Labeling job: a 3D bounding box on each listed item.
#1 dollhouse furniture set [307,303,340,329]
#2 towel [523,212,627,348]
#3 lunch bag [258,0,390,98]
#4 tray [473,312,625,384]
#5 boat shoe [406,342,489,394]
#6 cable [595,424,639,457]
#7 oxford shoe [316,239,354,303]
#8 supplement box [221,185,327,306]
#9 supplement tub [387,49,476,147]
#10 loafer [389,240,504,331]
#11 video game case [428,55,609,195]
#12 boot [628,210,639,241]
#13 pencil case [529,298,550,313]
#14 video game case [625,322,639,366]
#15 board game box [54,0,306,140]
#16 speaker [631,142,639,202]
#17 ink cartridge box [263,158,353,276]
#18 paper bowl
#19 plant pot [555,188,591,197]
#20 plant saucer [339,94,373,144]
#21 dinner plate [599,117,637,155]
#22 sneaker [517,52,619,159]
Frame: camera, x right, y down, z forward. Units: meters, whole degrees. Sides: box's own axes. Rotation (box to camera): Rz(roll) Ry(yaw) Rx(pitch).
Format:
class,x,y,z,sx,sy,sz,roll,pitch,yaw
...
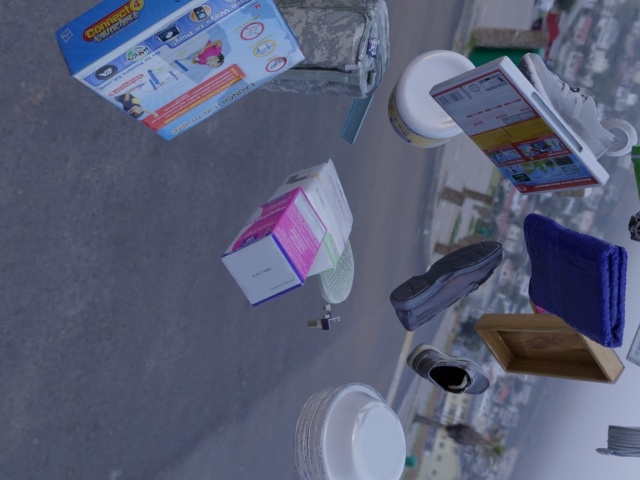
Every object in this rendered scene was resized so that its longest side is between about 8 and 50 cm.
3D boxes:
class,x,y,z,sx,sy,sz,roll,pitch,yaw
dollhouse furniture set,0.012,0.280,2.406,0.081,0.114,0.091,-6,87,-48
towel,0.548,0.075,1.408,0.308,0.076,0.228,-128,-153,-71
lunch bag,0.005,-0.434,1.515,0.256,0.304,0.213,-66,157,-46
tray,0.665,0.311,1.943,0.076,0.203,0.411,-44,-165,-25
boat shoe,0.441,0.460,2.181,0.132,0.355,0.130,-59,-149,14
cable,0.989,0.597,1.940,0.257,0.257,0.089,149,-55,-64
oxford shoe,0.000,0.000,2.097,0.169,0.130,0.450,18,52,-47
supplement box,-0.078,0.005,1.208,0.114,0.111,0.220,58,24,-16
supplement tub,0.322,-0.399,1.905,0.331,0.240,0.241,-84,-169,-89
loafer,0.293,0.100,1.482,0.302,0.109,0.095,-27,114,-18
video game case,0.342,-0.188,1.147,0.025,0.285,0.204,-53,-162,-16
boot,0.608,0.010,1.036,0.263,0.228,0.091,5,104,-73
pencil case,0.752,0.167,1.970,0.104,0.236,0.105,-18,90,-80
video game case,0.998,0.322,1.888,0.201,0.183,0.023,-43,155,-40
board game box,-0.209,-0.318,1.071,0.308,0.086,0.302,-29,165,7
speaker,0.952,-0.129,1.820,0.131,0.131,0.297,-34,111,-69
ink cartridge box,-0.019,-0.068,1.683,0.353,0.119,0.207,-62,133,-67
paper bowl,0.085,0.468,1.482,0.284,0.148,0.285,22,60,-43
plant pot,0.765,-0.182,1.980,0.096,0.109,0.109,-46,136,-56
plant saucer,0.126,-0.430,2.246,0.018,0.067,0.192,-9,130,-47
dinner plate,0.954,-0.332,2.127,0.017,0.141,0.141,-51,156,-41
sneaker,0.531,-0.292,1.417,0.115,0.281,0.105,-34,-178,2
